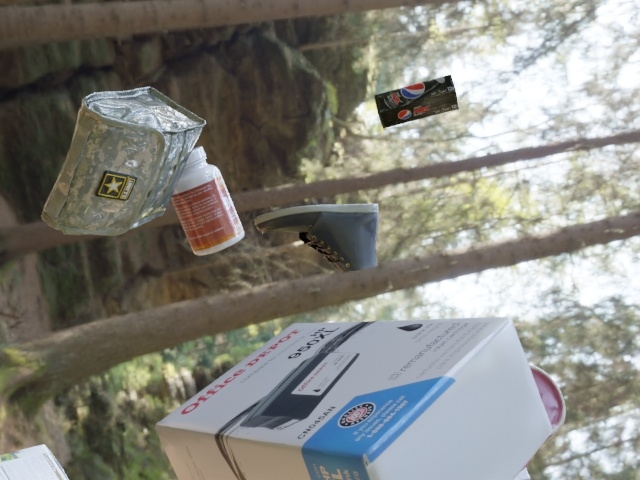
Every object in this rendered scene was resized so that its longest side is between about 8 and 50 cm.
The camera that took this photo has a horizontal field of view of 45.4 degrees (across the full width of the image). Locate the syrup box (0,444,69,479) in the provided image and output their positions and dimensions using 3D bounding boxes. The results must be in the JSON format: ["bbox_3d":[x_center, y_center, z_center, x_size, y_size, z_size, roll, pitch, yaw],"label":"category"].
[{"bbox_3d":[-0.526,0.408,1.208,0.096,0.237,0.093,46,-71,22],"label":"syrup box"}]

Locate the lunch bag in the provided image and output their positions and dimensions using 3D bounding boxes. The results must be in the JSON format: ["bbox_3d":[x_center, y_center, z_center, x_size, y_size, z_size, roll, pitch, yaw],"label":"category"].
[{"bbox_3d":[-0.368,-0.141,1.401,0.169,0.287,0.235,33,-68,9],"label":"lunch bag"}]

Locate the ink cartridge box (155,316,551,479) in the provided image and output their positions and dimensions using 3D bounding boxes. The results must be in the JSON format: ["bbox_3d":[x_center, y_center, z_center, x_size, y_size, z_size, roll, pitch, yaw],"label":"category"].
[{"bbox_3d":[0.028,0.232,0.946,0.395,0.285,0.166,-9,-72,48],"label":"ink cartridge box"}]

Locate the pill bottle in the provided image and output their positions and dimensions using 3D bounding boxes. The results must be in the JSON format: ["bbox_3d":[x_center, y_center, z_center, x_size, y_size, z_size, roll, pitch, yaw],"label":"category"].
[{"bbox_3d":[-0.256,-0.086,1.648,0.121,0.121,0.216,16,-51,69],"label":"pill bottle"}]

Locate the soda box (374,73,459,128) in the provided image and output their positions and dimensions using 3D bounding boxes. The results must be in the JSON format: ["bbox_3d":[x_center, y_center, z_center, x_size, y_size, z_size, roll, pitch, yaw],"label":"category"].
[{"bbox_3d":[0.203,-0.294,1.620,0.060,0.168,0.053,62,17,-56],"label":"soda box"}]

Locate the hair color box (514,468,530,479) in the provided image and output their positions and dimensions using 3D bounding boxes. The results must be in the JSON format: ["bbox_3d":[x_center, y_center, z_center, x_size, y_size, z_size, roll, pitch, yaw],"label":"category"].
[{"bbox_3d":[0.373,0.484,1.650,0.053,0.167,0.093,-38,-124,32],"label":"hair color box"}]

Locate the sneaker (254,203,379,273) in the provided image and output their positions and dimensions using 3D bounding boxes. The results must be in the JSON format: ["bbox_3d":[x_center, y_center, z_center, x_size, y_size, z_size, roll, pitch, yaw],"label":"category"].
[{"bbox_3d":[0.000,0.000,1.294,0.083,0.222,0.118,176,-90,-72],"label":"sneaker"}]

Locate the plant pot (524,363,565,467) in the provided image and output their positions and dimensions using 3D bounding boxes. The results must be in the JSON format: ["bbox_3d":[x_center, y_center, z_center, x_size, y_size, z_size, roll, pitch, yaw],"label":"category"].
[{"bbox_3d":[0.327,0.311,1.363,0.180,0.201,0.201,-51,-127,52],"label":"plant pot"}]
